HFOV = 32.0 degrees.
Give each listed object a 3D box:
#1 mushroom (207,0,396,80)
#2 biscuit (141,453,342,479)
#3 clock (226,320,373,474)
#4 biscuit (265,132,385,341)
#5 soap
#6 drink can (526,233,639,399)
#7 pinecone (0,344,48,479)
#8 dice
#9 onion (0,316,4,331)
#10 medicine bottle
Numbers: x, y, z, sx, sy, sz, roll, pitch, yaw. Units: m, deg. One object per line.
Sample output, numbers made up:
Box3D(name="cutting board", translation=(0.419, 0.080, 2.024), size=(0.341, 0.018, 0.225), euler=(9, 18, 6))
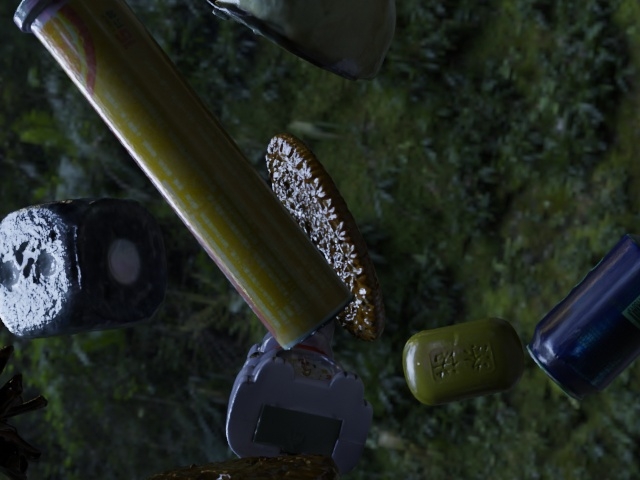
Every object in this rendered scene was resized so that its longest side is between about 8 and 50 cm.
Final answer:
Box3D(name="mushroom", translation=(0.002, -0.297, 1.342), size=(0.267, 0.189, 0.164), euler=(19, -80, -47))
Box3D(name="biscuit", translation=(-0.117, 0.243, 1.006), size=(0.296, 0.296, 0.075), euler=(-1, -101, -84))
Box3D(name="clock", translation=(-0.032, 0.188, 1.504), size=(0.254, 0.189, 0.189), euler=(-95, 10, -67))
Box3D(name="biscuit", translation=(0.000, 0.000, 1.480), size=(0.305, 0.038, 0.305), euler=(59, 166, 24))
Box3D(name="soap", translation=(0.165, 0.140, 1.293), size=(0.045, 0.140, 0.089), euler=(44, -145, -74))
Box3D(name="drink can", translation=(0.356, 0.094, 1.373), size=(0.205, 0.118, 0.118), euler=(-46, 1, 12))
Box3D(name="pinecone", translation=(-0.377, 0.191, 1.099), size=(0.229, 0.201, 0.202), euler=(-46, 44, 30))
Box3D(name="dice", translation=(-0.332, 0.039, 1.543), size=(0.182, 0.183, 0.181), euler=(2, -101, -54))
Box3D(name="onion", translation=(-0.697, 0.109, 1.910), size=(0.349, 0.159, 0.267), euler=(42, -136, -67))
Box3D(name="medicine bottle", translation=(-0.130, -0.083, 1.111), size=(0.108, 0.426, 0.108), euler=(-38, 2, 1))
